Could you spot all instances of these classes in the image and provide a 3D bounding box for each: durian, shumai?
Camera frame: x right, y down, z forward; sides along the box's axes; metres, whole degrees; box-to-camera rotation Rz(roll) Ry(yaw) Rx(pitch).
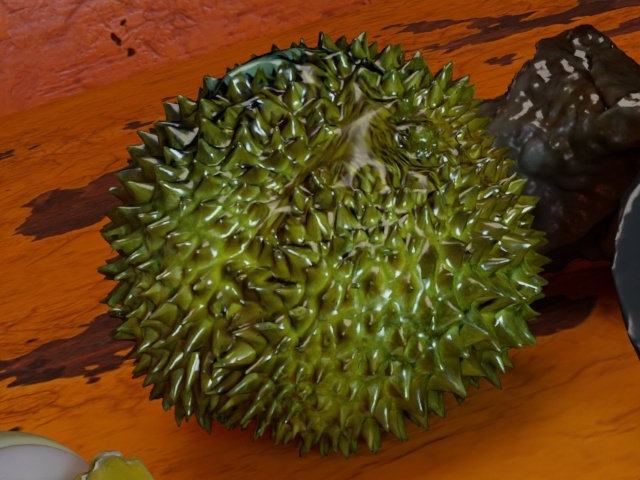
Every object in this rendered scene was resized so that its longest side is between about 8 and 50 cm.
[{"bbox_3d":[0.000,-0.004,1.005,0.291,0.224,0.291,-14,15,4],"label":"durian"},{"bbox_3d":[0.171,-0.026,1.121,0.185,0.184,0.218,-49,24,12],"label":"shumai"}]

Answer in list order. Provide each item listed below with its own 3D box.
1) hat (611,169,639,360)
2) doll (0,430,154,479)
[{"bbox_3d":[0.357,-0.007,0.890,0.366,0.257,0.381,28,80,47],"label":"hat"},{"bbox_3d":[-0.208,0.151,0.867,0.296,0.117,0.141,-2,17,40],"label":"doll"}]
